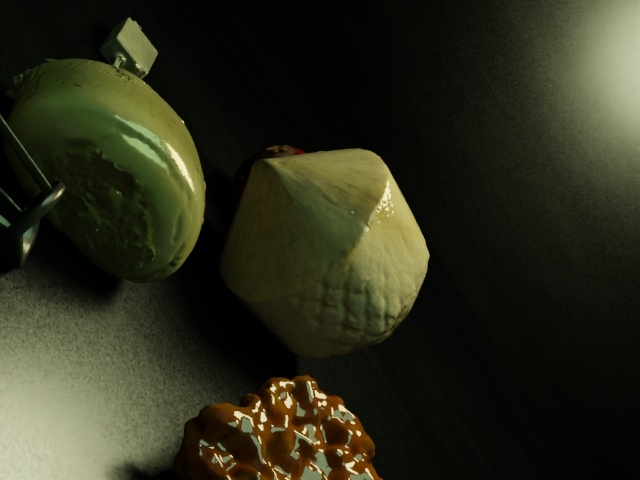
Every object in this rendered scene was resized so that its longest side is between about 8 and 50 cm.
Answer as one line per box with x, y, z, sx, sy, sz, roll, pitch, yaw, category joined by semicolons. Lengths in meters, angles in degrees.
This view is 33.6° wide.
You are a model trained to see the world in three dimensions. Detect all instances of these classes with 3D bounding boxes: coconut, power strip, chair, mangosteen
0.000;0.000;1.527;0.329;0.328;0.329;51;17;-22;coconut
-0.296;-0.281;1.617;0.075;0.042;0.175;51;18;-21;power strip
-0.332;-0.083;1.037;0.221;0.095;0.104;54;12;-17;chair
-0.060;-0.064;1.728;0.166;0.166;0.180;-77;153;-68;mangosteen

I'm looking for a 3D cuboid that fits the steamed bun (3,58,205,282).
-0.234;-0.103;1.239;0.273;0.166;0.232;51;19;-21;steamed bun

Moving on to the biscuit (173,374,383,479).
-0.009;0.308;1.182;0.318;0.110;0.312;56;23;9;biscuit
